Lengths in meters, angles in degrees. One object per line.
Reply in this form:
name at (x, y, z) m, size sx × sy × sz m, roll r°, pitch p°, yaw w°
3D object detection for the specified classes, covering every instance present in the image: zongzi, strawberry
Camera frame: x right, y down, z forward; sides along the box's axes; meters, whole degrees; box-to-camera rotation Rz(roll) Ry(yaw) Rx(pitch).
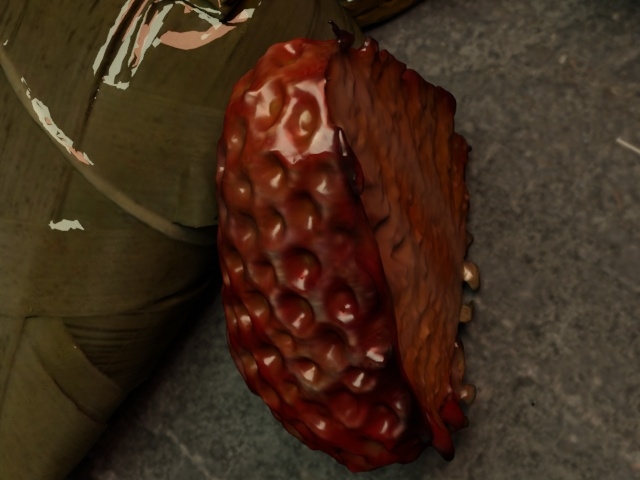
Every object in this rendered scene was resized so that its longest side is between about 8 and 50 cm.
zongzi at (-0.278, -0.097, 0.864) m, size 0.500 × 0.218 × 0.467 m, roll 37°, pitch 91°, yaw 27°
strawberry at (0.003, 0.018, 0.698) m, size 0.150 × 0.280 × 0.253 m, roll -4°, pitch 82°, yaw 23°

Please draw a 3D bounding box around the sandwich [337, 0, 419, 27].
sandwich at (0.060, -0.306, 0.865) m, size 0.226 × 0.087 × 0.251 m, roll -21°, pitch 68°, yaw 14°
